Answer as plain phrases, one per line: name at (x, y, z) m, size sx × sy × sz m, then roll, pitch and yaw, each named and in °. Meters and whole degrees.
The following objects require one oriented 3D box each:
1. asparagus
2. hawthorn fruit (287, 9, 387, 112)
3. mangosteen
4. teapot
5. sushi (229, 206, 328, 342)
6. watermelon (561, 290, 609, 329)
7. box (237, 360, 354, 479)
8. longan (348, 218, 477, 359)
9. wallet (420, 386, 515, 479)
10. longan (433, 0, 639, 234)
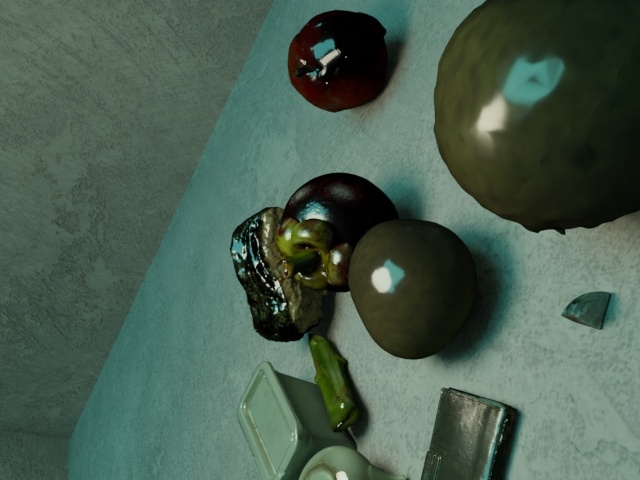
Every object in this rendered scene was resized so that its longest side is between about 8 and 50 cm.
asparagus at (0.029, 0.336, 1.626) m, size 0.343 × 0.085 × 0.082 m, roll -114°, pitch 36°, yaw -60°
hawthorn fruit at (0.057, -0.510, 1.904) m, size 0.316 × 0.316 × 0.316 m, roll -39°, pitch 41°, yaw 45°
mangosteen at (0.051, -0.009, 1.576) m, size 0.297 × 0.297 × 0.313 m, roll -62°, pitch 18°, yaw 15°
teapot at (0.039, 0.587, 1.373) m, size 0.220 × 0.149 × 0.318 m, roll 3°, pitch 74°, yaw 52°
sushi at (-0.104, 0.092, 1.765) m, size 0.171 × 0.211 × 0.350 m, roll -18°, pitch 82°, yaw 32°
watermelon at (0.427, 0.119, 1.081) m, size 0.061 × 0.085 × 0.085 m, roll 52°, pitch 125°, yaw 18°
box at (-0.056, 0.445, 1.599) m, size 0.175 × 0.182 × 0.312 m, roll -64°, pitch 28°, yaw 13°
longan at (0.174, 0.092, 1.349) m, size 0.300 × 0.243 × 0.300 m, roll -163°, pitch 90°, yaw -75°
wallet at (0.250, 0.434, 1.208) m, size 0.169 × 0.044 × 0.317 m, roll 4°, pitch 78°, yaw 57°
longan at (0.375, -0.199, 1.006) m, size 0.404 × 0.404 × 0.436 m, roll -65°, pitch 30°, yaw 10°
